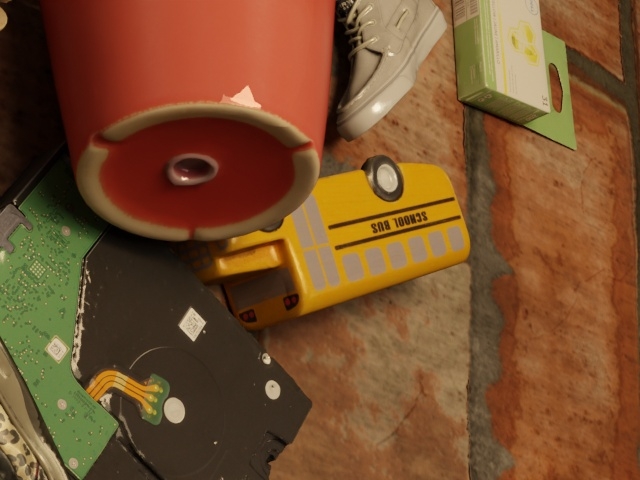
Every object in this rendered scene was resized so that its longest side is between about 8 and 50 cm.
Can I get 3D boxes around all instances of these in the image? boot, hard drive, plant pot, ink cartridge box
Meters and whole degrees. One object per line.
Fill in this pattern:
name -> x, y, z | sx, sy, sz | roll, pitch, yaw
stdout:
boot -> -0.273, 0.186, 0.960 | 0.178, 0.085, 0.236 | -25, 99, -18
hard drive -> -0.174, 0.114, 1.129 | 0.339, 0.064, 0.237 | 49, 46, -21
plant pot -> -0.107, -0.150, 1.117 | 0.275, 0.275, 0.243 | 23, 48, -37
ink cartridge box -> 0.264, -0.228, 1.710 | 0.235, 0.056, 0.171 | 16, 63, -38
boot -> 0.048, -0.218, 1.474 | 0.123, 0.095, 0.258 | 47, 39, -14

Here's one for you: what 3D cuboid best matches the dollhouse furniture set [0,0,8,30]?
dollhouse furniture set -> -0.392, -0.235, 1.045 | 0.303, 0.174, 0.356 | 12, 39, -16

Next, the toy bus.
toy bus -> 0.000, 0.000, 1.316 | 0.332, 0.108, 0.130 | -15, 87, -47
